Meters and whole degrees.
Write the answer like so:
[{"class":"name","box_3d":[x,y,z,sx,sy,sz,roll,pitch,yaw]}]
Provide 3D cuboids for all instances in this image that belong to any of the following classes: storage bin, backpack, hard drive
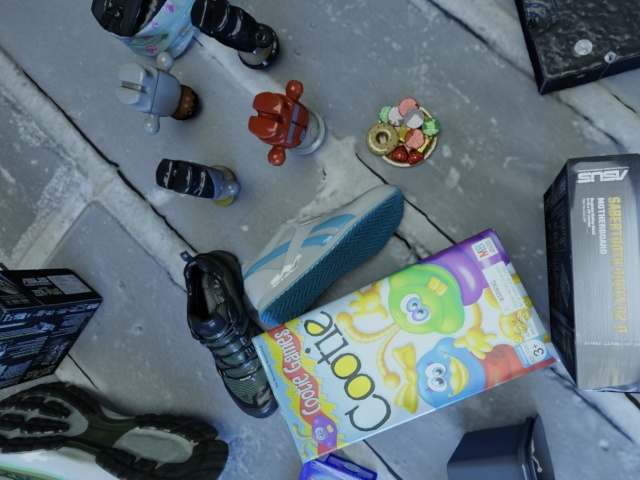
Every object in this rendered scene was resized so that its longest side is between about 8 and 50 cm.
[{"class":"storage bin","box_3d":[0.195,0.252,0.579,0.091,0.135,0.098,-15,84,26]},{"class":"backpack","box_3d":[-0.213,-0.337,0.720,0.152,0.115,0.182,36,98,25]},{"class":"hard drive","box_3d":[0.384,-0.320,0.582,0.339,0.064,0.237,-14,84,15]}]

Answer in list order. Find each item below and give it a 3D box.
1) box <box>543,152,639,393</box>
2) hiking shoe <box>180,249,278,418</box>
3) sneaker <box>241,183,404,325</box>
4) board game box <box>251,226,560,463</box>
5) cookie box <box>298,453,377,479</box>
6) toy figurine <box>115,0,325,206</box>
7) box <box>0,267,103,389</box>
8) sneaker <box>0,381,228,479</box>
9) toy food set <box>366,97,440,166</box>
[{"class":"box","box_3d":[0.254,0.029,0.514,0.056,0.231,0.183,-3,86,18]},{"class":"hiking shoe","box_3d":[-0.122,0.120,0.673,0.086,0.114,0.227,-27,81,13]},{"class":"sneaker","box_3d":[0.000,0.000,0.661,0.228,0.087,0.092,-37,55,1]},{"class":"board game box","box_3d":[0.091,0.111,0.601,0.275,0.144,0.142,-27,80,12]},{"class":"cookie box","box_3d":[0.011,0.326,0.666,0.091,0.040,0.107,18,92,15]},{"class":"toy figurine","box_3d":[-0.121,-0.164,0.678,0.209,0.148,0.213,-33,82,18]},{"class":"box","box_3d":[-0.407,0.118,0.717,0.077,0.180,0.147,37,98,12]},{"class":"sneaker","box_3d":[-0.316,0.321,0.715,0.410,0.158,0.182,8,107,20]},{"class":"toy food set","box_3d":[0.104,-0.134,0.672,0.083,0.020,0.083,34,96,15]}]
